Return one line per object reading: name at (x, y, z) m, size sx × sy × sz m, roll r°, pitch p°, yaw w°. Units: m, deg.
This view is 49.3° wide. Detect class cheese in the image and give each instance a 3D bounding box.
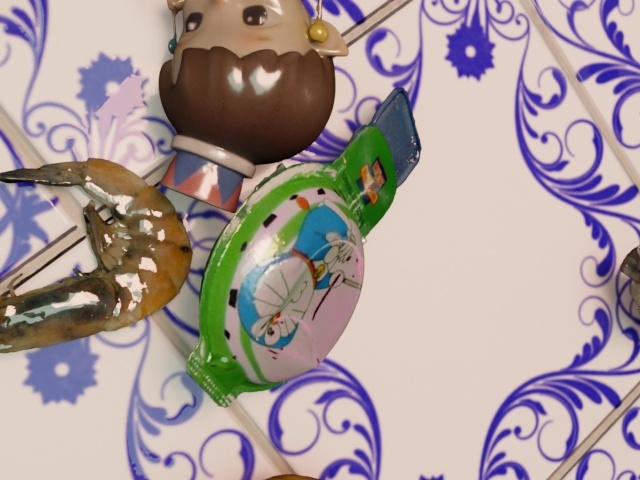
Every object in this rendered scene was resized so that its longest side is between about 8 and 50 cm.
cheese at (0.000, 0.000, 0.602) m, size 0.320 × 0.083 × 0.204 m, roll -51°, pitch 141°, yaw -22°

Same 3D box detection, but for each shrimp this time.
shrimp at (-0.215, 0.011, 0.570) m, size 0.217 × 0.051 × 0.150 m, roll -18°, pitch 91°, yaw -26°

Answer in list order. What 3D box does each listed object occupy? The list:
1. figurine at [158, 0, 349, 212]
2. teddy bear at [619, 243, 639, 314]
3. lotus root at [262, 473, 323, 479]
figurine at (-0.065, -0.160, 0.561) m, size 0.158 × 0.161 × 0.276 m, roll -12°, pitch 101°, yaw -61°
teddy bear at (0.387, 0.070, 0.742) m, size 0.213 × 0.111 × 0.133 m, roll 12°, pitch 43°, yaw -27°
lotus root at (-0.046, 0.289, 0.578) m, size 0.188 × 0.199 × 0.180 m, roll 68°, pitch 32°, yaw -43°
